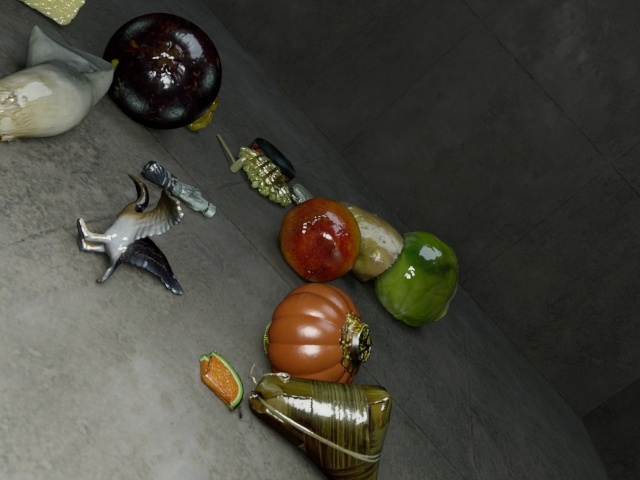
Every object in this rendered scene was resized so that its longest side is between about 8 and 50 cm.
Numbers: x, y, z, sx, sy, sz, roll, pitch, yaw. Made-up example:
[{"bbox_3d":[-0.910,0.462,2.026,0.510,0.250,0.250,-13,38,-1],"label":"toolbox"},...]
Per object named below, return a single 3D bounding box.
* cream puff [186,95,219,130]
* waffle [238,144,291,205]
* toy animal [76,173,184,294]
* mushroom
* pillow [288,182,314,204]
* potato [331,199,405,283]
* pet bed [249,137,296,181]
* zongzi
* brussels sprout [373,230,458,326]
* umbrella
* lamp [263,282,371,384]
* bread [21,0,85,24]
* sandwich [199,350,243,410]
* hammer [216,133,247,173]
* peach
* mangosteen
[{"bbox_3d":[-0.359,-0.390,1.762,0.146,0.116,0.146,47,14,-15],"label":"cream puff"},{"bbox_3d":[-0.168,-0.197,1.907,0.208,0.054,0.214,34,26,-49],"label":"waffle"},{"bbox_3d":[-0.304,-0.028,0.978,0.160,0.272,0.197,-20,69,-34],"label":"toy animal"},{"bbox_3d":[-0.494,-0.268,1.098,0.177,0.126,0.397,30,22,-21],"label":"mushroom"},{"bbox_3d":[-0.018,-0.102,2.090,0.229,0.050,0.148,48,20,-8],"label":"pillow"},{"bbox_3d":[0.094,-0.017,1.918,0.266,0.229,0.229,40,17,-13],"label":"potato"},{"bbox_3d":[-0.163,-0.276,2.116,0.201,0.053,0.201,44,15,-15],"label":"pet bed"},{"bbox_3d":[-0.017,0.344,1.006,0.248,0.241,0.111,9,-2,-2],"label":"zongzi"},{"bbox_3d":[0.316,0.122,2.068,0.268,0.344,0.344,17,-4,35],"label":"brussels sprout"},{"bbox_3d":[-0.306,-0.114,1.354,0.188,0.046,0.050,36,63,-35],"label":"umbrella"},{"bbox_3d":[-0.006,0.189,1.151,0.223,0.197,0.223,-3,90,-65],"label":"lamp"},{"bbox_3d":[-0.695,-0.632,1.460,0.178,0.141,0.266,6,-18,44],"label":"bread"},{"bbox_3d":[-0.160,0.223,0.985,0.101,0.026,0.069,46,20,7],"label":"sandwich"},{"bbox_3d":[-0.271,-0.276,1.838,0.028,0.060,0.195,30,19,-46],"label":"hammer"},{"bbox_3d":[0.000,0.000,1.610,0.231,0.231,0.231,43,16,-16],"label":"peach"},{"bbox_3d":[-0.378,-0.401,1.476,0.288,0.288,0.288,43,16,-16],"label":"mangosteen"}]
